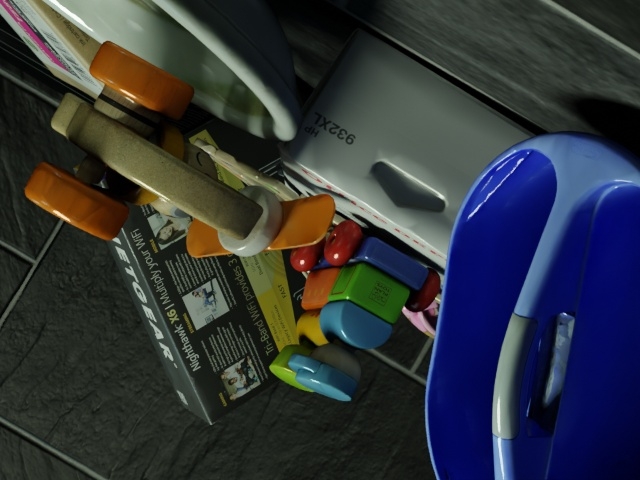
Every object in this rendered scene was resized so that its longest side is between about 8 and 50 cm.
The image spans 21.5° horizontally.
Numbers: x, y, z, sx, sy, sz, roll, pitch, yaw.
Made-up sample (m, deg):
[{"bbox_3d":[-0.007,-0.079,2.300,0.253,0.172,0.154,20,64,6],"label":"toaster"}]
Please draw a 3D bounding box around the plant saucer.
[{"bbox_3d":[-0.158,-0.229,1.299,0.400,0.100,0.400,35,175,3],"label":"plant saucer"}]

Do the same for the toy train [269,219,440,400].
[{"bbox_3d":[0.000,0.073,1.531,0.105,0.143,0.248,31,165,-16],"label":"toy train"}]

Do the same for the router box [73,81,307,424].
[{"bbox_3d":[-0.091,0.004,1.810,0.081,0.243,0.309,22,138,58],"label":"router box"}]

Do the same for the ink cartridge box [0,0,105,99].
[{"bbox_3d":[-0.251,-0.236,1.620,0.193,0.088,0.235,30,164,49],"label":"ink cartridge box"}]

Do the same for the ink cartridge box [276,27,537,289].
[{"bbox_3d":[0.090,-0.054,1.515,0.223,0.129,0.307,32,176,3],"label":"ink cartridge box"}]

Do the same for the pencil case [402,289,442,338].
[{"bbox_3d":[0.057,-0.008,2.024,0.386,0.160,0.167,26,164,50],"label":"pencil case"}]

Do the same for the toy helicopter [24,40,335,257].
[{"bbox_3d":[-0.125,-0.060,1.463,0.235,0.140,0.355,28,-179,-14],"label":"toy helicopter"}]

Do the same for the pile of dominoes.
[{"bbox_3d":[0.000,0.000,1.626,0.196,0.040,0.251,29,176,37],"label":"pile of dominoes"}]

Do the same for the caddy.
[{"bbox_3d":[0.193,0.088,1.228,0.179,0.341,0.241,-5,-160,-40],"label":"caddy"}]
